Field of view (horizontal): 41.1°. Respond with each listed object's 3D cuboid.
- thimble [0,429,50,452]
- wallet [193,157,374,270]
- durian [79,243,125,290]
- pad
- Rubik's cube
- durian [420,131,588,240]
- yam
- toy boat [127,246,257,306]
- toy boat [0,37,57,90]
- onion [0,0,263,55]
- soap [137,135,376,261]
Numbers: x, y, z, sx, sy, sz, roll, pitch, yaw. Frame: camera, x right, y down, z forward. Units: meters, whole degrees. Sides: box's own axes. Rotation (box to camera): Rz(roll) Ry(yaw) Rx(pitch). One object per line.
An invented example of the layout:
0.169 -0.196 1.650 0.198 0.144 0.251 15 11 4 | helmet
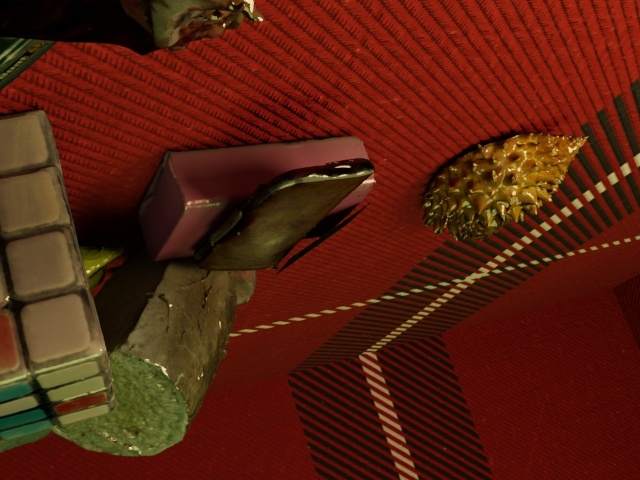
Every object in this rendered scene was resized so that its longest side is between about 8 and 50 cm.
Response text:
-0.492 0.219 1.293 0.143 0.198 0.235 -9 144 -42 | thimble
-0.053 -0.023 1.002 0.137 0.031 0.255 -5 157 -34 | wallet
-0.378 0.068 1.124 0.250 0.101 0.139 -27 -161 24 | durian
0.000 0.000 1.163 0.127 0.004 0.190 -35 177 -11 | pad
-0.353 0.058 0.826 0.253 0.258 0.256 -15 163 -16 | Rubik's cube
0.264 -0.063 1.367 0.191 0.112 0.341 -13 165 -27 | durian
-0.222 0.133 1.114 0.203 0.271 0.201 -16 124 21 | yam
-0.204 0.048 1.311 0.227 0.085 0.155 7 143 -34 | toy boat
-0.287 -0.118 0.554 0.296 0.114 0.122 -27 -177 25 | toy boat
-0.094 -0.188 0.343 0.314 0.232 0.314 -15 163 -5 | onion
-0.084 -0.052 1.073 0.259 0.081 0.181 -9 161 -29 | soap
